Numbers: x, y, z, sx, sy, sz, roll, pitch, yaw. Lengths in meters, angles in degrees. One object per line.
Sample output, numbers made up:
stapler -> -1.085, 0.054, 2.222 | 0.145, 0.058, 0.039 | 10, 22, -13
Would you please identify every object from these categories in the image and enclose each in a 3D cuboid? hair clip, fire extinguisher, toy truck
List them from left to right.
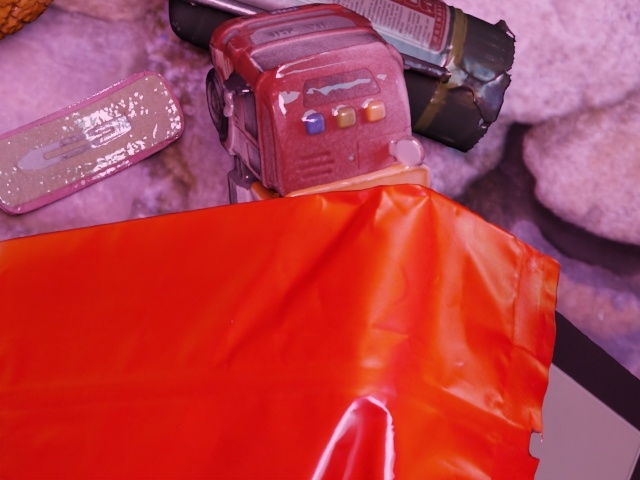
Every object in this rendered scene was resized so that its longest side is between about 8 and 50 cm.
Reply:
hair clip -> -0.155, -0.063, 0.931 | 0.137, 0.022, 0.054 | -28, 90, -17
fire extinguisher -> -0.018, -0.152, 0.943 | 0.294, 0.118, 0.093 | 21, 119, -12
toy truck -> 0.000, 0.000, 0.876 | 0.114, 0.135, 0.270 | -14, 121, -18

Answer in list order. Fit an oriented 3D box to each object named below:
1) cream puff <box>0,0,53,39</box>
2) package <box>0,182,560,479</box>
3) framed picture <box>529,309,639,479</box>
cream puff -> -0.229, -0.173, 0.873 | 0.144, 0.126, 0.103 | 18, 94, -4
package -> -0.085, 0.095, 0.739 | 0.123, 0.424, 0.196 | 42, 51, -47
framed picture -> 0.100, 0.163, 0.882 | 0.347, 0.016, 0.265 | 35, 74, -43
